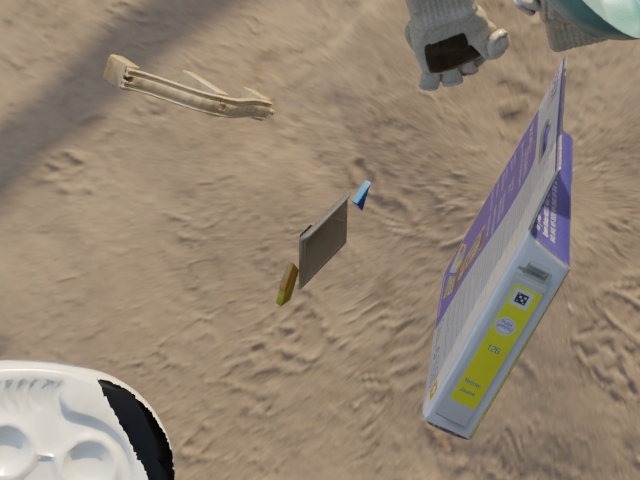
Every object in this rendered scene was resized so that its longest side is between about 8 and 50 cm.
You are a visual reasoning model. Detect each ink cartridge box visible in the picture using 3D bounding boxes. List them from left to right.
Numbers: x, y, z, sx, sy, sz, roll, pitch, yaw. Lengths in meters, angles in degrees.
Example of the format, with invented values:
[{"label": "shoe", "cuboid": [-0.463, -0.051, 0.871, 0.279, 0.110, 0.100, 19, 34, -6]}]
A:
[{"label": "ink cartridge box", "cuboid": [0.205, 0.001, 1.548, 0.072, 0.303, 0.307, 26, 119, -4]}]

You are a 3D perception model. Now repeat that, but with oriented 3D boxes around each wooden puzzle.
[{"label": "wooden puzzle", "cuboid": [0.000, 0.000, 1.265, 0.014, 0.116, 0.078, 32, 137, 20]}]

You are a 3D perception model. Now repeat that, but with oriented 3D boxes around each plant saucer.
[{"label": "plant saucer", "cuboid": [0.141, -0.157, 0.862, 0.021, 0.119, 0.119, -40, 86, 28]}]

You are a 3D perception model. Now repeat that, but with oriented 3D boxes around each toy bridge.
[{"label": "toy bridge", "cuboid": [-0.111, -0.136, 1.405, 0.063, 0.188, 0.026, 34, 107, 42]}]

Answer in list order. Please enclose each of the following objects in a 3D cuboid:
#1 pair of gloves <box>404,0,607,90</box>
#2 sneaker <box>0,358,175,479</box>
[{"label": "pair of gloves", "cuboid": [0.212, -0.245, 1.642, 0.240, 0.204, 0.042, -12, 64, 2]}, {"label": "sneaker", "cuboid": [-0.224, 0.136, 0.679, 0.323, 0.236, 0.130, -26, 95, -7]}]
